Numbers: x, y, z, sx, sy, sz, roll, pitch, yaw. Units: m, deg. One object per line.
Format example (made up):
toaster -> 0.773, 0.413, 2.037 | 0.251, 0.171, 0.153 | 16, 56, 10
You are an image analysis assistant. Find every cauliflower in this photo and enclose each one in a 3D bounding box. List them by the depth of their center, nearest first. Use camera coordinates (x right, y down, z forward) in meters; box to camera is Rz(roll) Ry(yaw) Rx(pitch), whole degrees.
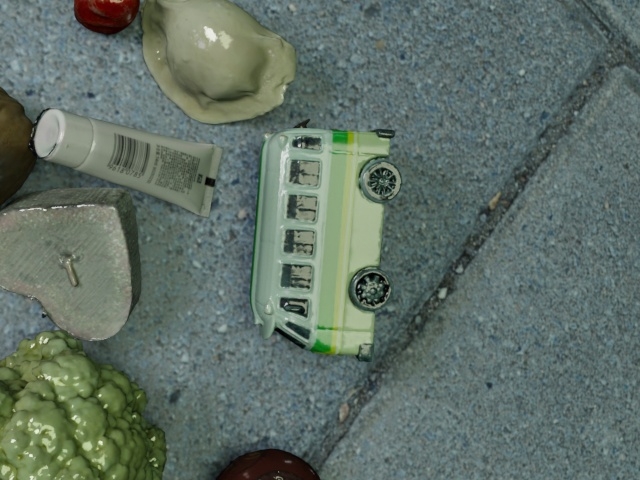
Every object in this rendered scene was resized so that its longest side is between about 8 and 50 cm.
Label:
cauliflower -> -0.308, 0.215, 0.842 | 0.281, 0.327, 0.260 | 2, 68, 24

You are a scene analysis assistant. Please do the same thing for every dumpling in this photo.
dumpling -> -0.133, -0.216, 0.986 | 0.111, 0.181, 0.155 | -19, 130, -53

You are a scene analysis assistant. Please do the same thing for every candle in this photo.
candle -> -0.274, 0.011, 0.911 | 0.192, 0.068, 0.168 | 41, 106, -15

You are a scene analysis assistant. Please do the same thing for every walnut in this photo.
walnut -> -0.386, -0.096, 0.873 | 0.162, 0.140, 0.140 | -43, 102, -26

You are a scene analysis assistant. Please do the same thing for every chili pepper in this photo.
chili pepper -> -0.247, -0.275, 0.930 | 0.070, 0.123, 0.073 | -38, 102, -14

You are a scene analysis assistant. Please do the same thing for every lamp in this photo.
lamp -> -0.059, 0.331, 0.971 | 0.157, 0.135, 0.156 | -20, 95, -16

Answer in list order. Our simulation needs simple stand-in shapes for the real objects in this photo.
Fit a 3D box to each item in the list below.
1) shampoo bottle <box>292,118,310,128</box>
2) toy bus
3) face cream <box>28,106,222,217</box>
shampoo bottle -> 0.006, -0.093, 1.063 | 0.048, 0.027, 0.137 | -33, 99, -9
toy bus -> 0.000, 0.000, 0.988 | 0.164, 0.133, 0.276 | 5, 93, -10
face cream -> -0.210, -0.094, 0.935 | 0.243, 0.058, 0.092 | 15, 85, -49
